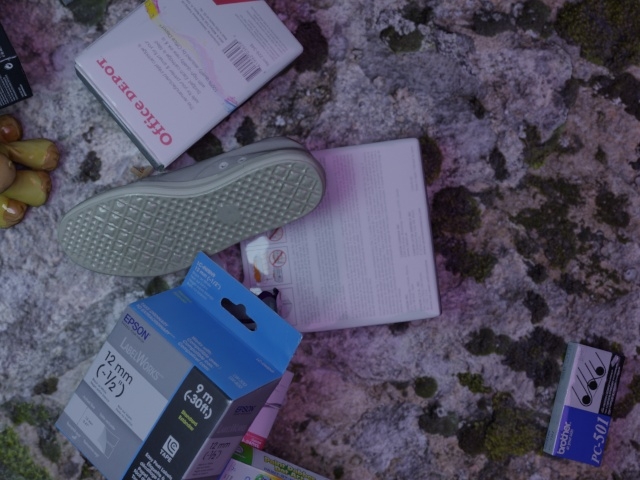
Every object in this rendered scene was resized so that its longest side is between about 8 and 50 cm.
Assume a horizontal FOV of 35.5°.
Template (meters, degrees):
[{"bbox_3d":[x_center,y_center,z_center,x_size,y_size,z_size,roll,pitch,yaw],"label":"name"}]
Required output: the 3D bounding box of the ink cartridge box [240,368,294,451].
[{"bbox_3d":[-0.106,0.271,1.658,0.063,0.109,0.150,25,83,-9],"label":"ink cartridge box"}]

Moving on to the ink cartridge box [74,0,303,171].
[{"bbox_3d":[-0.218,-0.294,1.643,0.306,0.131,0.226,-40,97,-9],"label":"ink cartridge box"}]

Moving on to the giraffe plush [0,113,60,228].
[{"bbox_3d":[-0.523,-0.122,1.551,0.210,0.170,0.181,17,85,-11],"label":"giraffe plush"}]

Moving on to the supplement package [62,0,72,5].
[{"bbox_3d":[-0.396,-0.555,1.579,0.199,0.198,0.263,-33,95,-12],"label":"supplement package"}]

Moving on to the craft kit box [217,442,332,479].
[{"bbox_3d":[-0.098,0.467,1.626,0.246,0.061,0.250,26,113,-8],"label":"craft kit box"}]

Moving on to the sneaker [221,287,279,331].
[{"bbox_3d":[-0.176,0.128,1.669,0.223,0.083,0.098,-2,58,5],"label":"sneaker"}]

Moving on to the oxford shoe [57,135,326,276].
[{"bbox_3d":[-0.207,-0.057,1.631,0.449,0.130,0.169,-17,120,6],"label":"oxford shoe"}]

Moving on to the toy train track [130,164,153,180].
[{"bbox_3d":[-0.282,-0.100,1.680,0.083,0.014,0.048,34,114,-18],"label":"toy train track"}]

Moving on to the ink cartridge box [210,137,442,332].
[{"bbox_3d":[0.000,0.000,1.723,0.385,0.091,0.308,-7,90,5],"label":"ink cartridge box"}]

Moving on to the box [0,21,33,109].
[{"bbox_3d":[-0.577,-0.304,1.524,0.184,0.103,0.261,-23,62,-14],"label":"box"}]

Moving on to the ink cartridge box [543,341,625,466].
[{"bbox_3d":[0.479,0.296,1.815,0.097,0.046,0.207,16,85,-10],"label":"ink cartridge box"}]

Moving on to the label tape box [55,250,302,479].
[{"bbox_3d":[-0.220,0.218,1.529,0.249,0.115,0.348,37,102,28],"label":"label tape box"}]
